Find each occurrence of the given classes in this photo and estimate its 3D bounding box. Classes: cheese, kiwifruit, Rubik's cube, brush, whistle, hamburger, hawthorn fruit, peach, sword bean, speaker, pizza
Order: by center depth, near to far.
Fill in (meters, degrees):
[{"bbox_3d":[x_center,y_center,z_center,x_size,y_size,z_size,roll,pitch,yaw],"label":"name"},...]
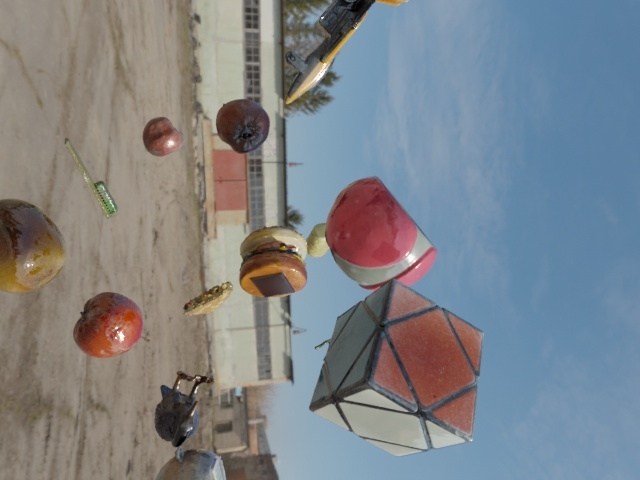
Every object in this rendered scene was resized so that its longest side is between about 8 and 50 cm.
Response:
[{"bbox_3d":[0.132,0.227,0.811,0.205,0.207,0.205,-48,-163,50],"label":"Rubik's cube"},{"bbox_3d":[-0.723,0.005,1.093,0.234,0.196,0.196,48,-17,2],"label":"kiwifruit"},{"bbox_3d":[-0.306,0.664,1.145,0.189,0.189,0.348,-153,-135,-76],"label":"whistle"},{"bbox_3d":[0.146,-0.019,1.156,0.294,0.294,0.295,178,-90,-78],"label":"speaker"},{"bbox_3d":[0.023,0.257,1.186,0.012,0.083,0.012,63,-7,14],"label":"sword bean"},{"bbox_3d":[-0.243,-0.365,1.455,0.188,0.168,0.169,-114,-155,-52],"label":"hawthorn fruit"},{"bbox_3d":[-0.730,-0.197,1.486,0.054,0.048,0.283,45,-22,53],"label":"brush"},{"bbox_3d":[-0.412,0.214,1.636,0.062,0.198,0.188,52,-58,14],"label":"pizza"},{"bbox_3d":[-0.737,0.316,1.687,0.241,0.271,0.242,-32,-138,35],"label":"hawthorn fruit"},{"bbox_3d":[-0.612,-0.391,1.784,0.152,0.151,0.152,178,-90,-78],"label":"peach"},{"bbox_3d":[-0.180,0.080,1.810,0.291,0.290,0.225,104,-18,-53],"label":"hamburger"},{"bbox_3d":[0.000,0.000,2.092,0.167,0.123,0.094,124,-39,-50],"label":"cheese"}]

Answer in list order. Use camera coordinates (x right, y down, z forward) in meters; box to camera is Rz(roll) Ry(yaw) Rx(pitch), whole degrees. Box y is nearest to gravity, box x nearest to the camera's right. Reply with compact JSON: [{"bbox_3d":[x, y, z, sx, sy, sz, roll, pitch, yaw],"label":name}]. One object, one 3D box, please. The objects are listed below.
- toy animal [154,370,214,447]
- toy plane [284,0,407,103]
[{"bbox_3d":[-0.383,0.455,1.271,0.298,0.122,0.186,-21,-129,54],"label":"toy animal"},{"bbox_3d":[0.025,-0.402,0.895,0.103,0.316,0.204,46,7,-21],"label":"toy plane"}]
